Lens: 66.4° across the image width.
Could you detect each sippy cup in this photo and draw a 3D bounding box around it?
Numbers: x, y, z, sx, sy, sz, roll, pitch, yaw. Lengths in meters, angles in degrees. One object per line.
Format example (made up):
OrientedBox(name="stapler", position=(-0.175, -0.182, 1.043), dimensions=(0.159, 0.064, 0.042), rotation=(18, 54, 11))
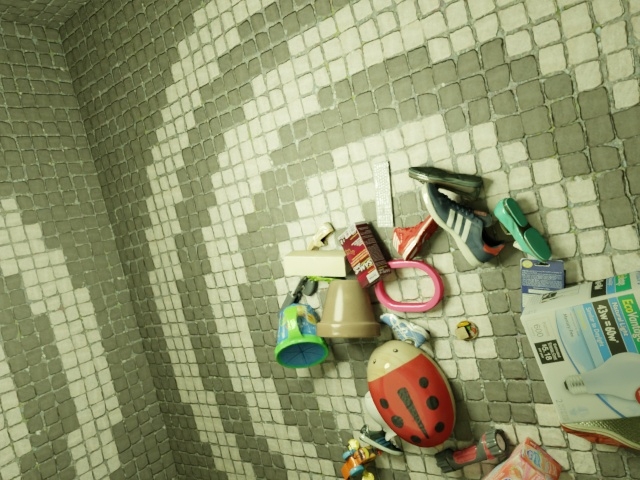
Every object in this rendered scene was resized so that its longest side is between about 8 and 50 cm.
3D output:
OrientedBox(name="sippy cup", position=(-0.092, 0.409, 2.159), dimensions=(0.224, 0.239, 0.306), rotation=(-100, 31, -41))

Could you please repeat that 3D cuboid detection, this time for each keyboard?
OrientedBox(name="keyboard", position=(0.246, -0.179, 1.926), dimensions=(0.072, 0.014, 0.256), rotation=(0, 101, 36))

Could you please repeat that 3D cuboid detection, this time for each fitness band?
OrientedBox(name="fitness band", position=(0.340, 0.176, 1.917), dimensions=(0.290, 0.054, 0.209), rotation=(-6, 98, 38))

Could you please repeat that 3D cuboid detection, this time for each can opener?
OrientedBox(name="can opener", position=(-0.106, 0.271, 2.248), dimensions=(0.095, 0.076, 0.284), rotation=(40, 122, 23))

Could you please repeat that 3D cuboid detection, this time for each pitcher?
OrientedBox(name="pitcher", position=(0.294, 0.712, 2.042), dimensions=(0.177, 0.125, 0.207), rotation=(-30, 93, 25))

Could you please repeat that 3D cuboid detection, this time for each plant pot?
OrientedBox(name="plant pot", position=(0.114, 0.280, 2.007), dimensions=(0.262, 0.263, 0.230), rotation=(-5, 80, 37))

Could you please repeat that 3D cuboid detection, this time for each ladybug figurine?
OrientedBox(name="ladybug figurine", position=(0.349, 0.606, 1.896), dimensions=(0.305, 0.162, 0.450), rotation=(-35, 80, 11))

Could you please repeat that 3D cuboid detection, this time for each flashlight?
OrientedBox(name="flashlight", position=(0.571, 0.806, 1.870), dimensions=(0.304, 0.103, 0.103), rotation=(-38, 52, 37))

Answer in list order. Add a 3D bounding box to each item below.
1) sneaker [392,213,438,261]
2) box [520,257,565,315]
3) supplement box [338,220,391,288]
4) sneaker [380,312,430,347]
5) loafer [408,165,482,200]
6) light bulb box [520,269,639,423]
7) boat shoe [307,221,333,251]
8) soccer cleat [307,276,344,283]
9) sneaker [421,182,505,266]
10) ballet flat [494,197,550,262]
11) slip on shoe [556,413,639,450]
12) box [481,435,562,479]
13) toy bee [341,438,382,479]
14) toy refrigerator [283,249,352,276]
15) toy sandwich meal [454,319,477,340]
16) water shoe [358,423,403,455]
OrientedBox(name="sneaker", position=(0.346, -0.043, 1.843), dimensions=(0.128, 0.087, 0.221), rotation=(45, 108, 33))
OrientedBox(name="box", position=(0.742, 0.169, 1.633), dimensions=(0.136, 0.036, 0.226), rotation=(3, 104, 35))
OrientedBox(name="supplement box", position=(0.174, 0.057, 1.960), dimensions=(0.130, 0.073, 0.240), rotation=(-45, 64, 47))
OrientedBox(name="sneaker", position=(0.323, 0.350, 1.939), dimensions=(0.211, 0.080, 0.081), rotation=(22, 81, 33))
OrientedBox(name="loafer", position=(0.434, -0.200, 1.740), dimensions=(0.267, 0.096, 0.084), rotation=(16, 122, 28))
OrientedBox(name="light bulb box", position=(0.847, 0.314, 1.450), dimensions=(0.360, 0.225, 0.358), rotation=(-22, 90, 32))
OrientedBox(name="boat shoe", position=(0.000, 0.000, 2.115), dimensions=(0.059, 0.063, 0.170), rotation=(47, 123, 25))
OrientedBox(name="soccer cleat", position=(0.025, 0.149, 2.136), dimensions=(0.178, 0.060, 0.072), rotation=(8, 64, 21))
OrientedBox(name="sneaker", position=(0.496, -0.082, 1.681), dimensions=(0.148, 0.131, 0.350), rotation=(-37, 98, 33))
OrientedBox(name="ballet flat", position=(0.665, -0.027, 1.629), dimensions=(0.247, 0.083, 0.087), rotation=(59, 150, 10))
OrientedBox(name="slip on shoe", position=(0.937, 0.604, 1.562), dimensions=(0.331, 0.123, 0.101), rotation=(4, 135, 30))
OrientedBox(name="box", position=(0.701, 0.876, 1.763), dimensions=(0.154, 0.142, 0.300), rotation=(40, 121, 22))
OrientedBox(name="toy bee", position=(0.191, 0.975, 2.162), dimensions=(0.298, 0.162, 0.195), rotation=(119, 136, -63))
OrientedBox(name="toy refrigerator", position=(-0.010, 0.099, 2.078), dimensions=(0.269, 0.102, 0.094), rotation=(-1, 104, 20))
OrientedBox(name="toy sandwich meal", position=(0.540, 0.337, 1.823), dimensions=(0.085, 0.029, 0.086), rotation=(9, 106, 34))
OrientedBox(name="water shoe", position=(0.268, 0.861, 2.114), dimensions=(0.203, 0.073, 0.080), rotation=(22, 72, 9))
